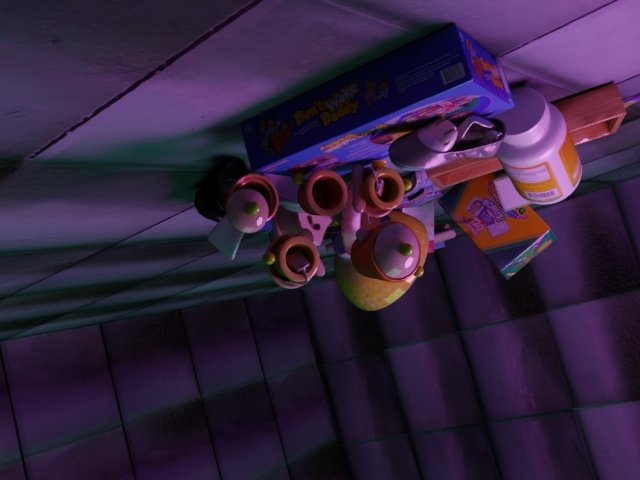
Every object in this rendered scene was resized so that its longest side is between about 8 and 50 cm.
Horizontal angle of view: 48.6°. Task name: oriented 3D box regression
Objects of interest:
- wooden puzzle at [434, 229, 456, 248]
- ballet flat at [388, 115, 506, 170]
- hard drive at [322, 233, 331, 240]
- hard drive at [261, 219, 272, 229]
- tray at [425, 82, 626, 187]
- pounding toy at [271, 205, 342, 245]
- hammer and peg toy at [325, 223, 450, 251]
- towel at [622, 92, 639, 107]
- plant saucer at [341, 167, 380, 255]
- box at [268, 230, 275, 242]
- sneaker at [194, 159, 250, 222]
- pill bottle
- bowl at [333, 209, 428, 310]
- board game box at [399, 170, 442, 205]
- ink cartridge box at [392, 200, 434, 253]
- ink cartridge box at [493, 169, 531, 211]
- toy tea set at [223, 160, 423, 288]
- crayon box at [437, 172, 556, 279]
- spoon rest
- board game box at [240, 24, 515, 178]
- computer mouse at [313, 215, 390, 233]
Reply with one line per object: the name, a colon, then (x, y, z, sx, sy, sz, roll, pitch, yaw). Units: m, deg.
wooden puzzle: (0.293, 0.032, 2.271, 0.220, 0.044, 0.238, -16, 174, -19)
ballet flat: (0.189, -0.152, 1.035, 0.213, 0.072, 0.068, -12, 145, -35)
hard drive: (0.000, 0.000, 2.472, 0.094, 0.022, 0.135, -12, 172, -22)
hard drive: (-0.041, -0.072, 1.787, 0.210, 0.040, 0.318, -20, 171, 27)
tray: (0.436, -0.220, 1.553, 0.410, 0.076, 0.203, -17, 173, 16)
pounding toy: (-0.004, -0.065, 1.479, 0.154, 0.154, 0.269, -21, 171, 36)
hammer and peg toy: (0.221, -0.040, 2.237, 0.361, 0.128, 0.266, -13, 173, -43)
towel: (0.718, -0.321, 1.620, 0.060, 0.010, 0.083, -7, 169, -43)
plant saucer: (0.098, -0.061, 1.568, 0.036, 0.199, 0.198, 10, -177, 22)
box: (-0.037, -0.036, 2.081, 0.206, 0.036, 0.114, -11, 172, -29)
sneaker: (-0.179, -0.070, 1.309, 0.124, 0.107, 0.283, -10, 173, 4)
pill bottle: (0.401, -0.179, 1.334, 0.136, 0.136, 0.245, -19, 148, 22)
bowl: (0.127, 0.024, 1.884, 0.156, 0.290, 0.289, 35, 142, -29)
board game box: (0.237, -0.130, 1.860, 0.194, 0.060, 0.194, -12, 172, -30)
ink cartridge box: (0.261, -0.047, 2.046, 0.127, 0.175, 0.072, -10, -165, -34)
ink cartridge box: (0.515, -0.169, 1.724, 0.154, 0.093, 0.212, -18, -164, 26)
toy tea set: (0.019, -0.025, 1.077, 0.335, 0.200, 0.124, -5, 178, -27)
crayon box: (0.456, -0.054, 1.848, 0.165, 0.278, 0.081, -41, 145, 8)
spoon rest: (-0.070, -0.072, 1.183, 0.276, 0.137, 0.084, -42, 168, -43)
board game box: (0.089, -0.187, 1.064, 0.347, 0.078, 0.233, -19, 172, 27)
computer mouse: (0.033, -0.047, 1.760, 0.184, 0.060, 0.262, -14, -175, -40)
